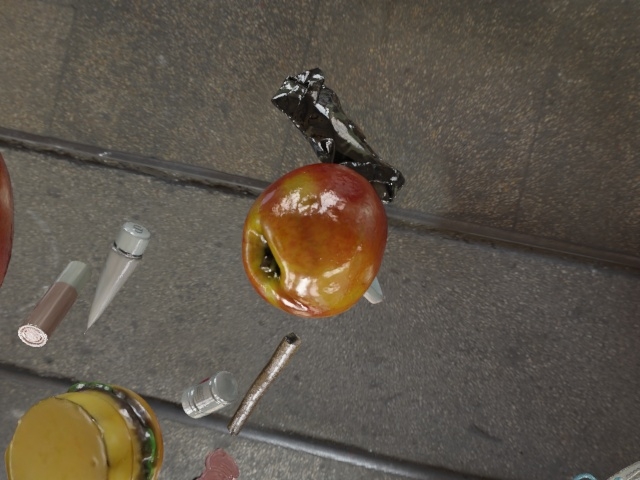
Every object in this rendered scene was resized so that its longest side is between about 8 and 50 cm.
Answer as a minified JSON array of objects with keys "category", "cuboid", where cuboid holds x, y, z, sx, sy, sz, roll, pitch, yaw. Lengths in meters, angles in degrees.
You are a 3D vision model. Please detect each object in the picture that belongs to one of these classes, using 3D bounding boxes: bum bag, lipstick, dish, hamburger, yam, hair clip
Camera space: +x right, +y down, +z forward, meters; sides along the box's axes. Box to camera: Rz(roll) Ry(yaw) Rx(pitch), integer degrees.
[{"category":"bum bag","cuboid":[0.033,-0.206,1.172,0.144,0.095,0.340,-36,87,-25]},{"category":"lipstick","cuboid":[-0.650,0.150,1.404,0.070,0.254,0.070,2,123,3]},{"category":"dish","cuboid":[0.084,0.075,1.449,0.064,0.234,0.154,-33,123,11]},{"category":"hamburger","cuboid":[-0.631,0.586,1.581,0.395,0.277,0.396,-2,84,19]},{"category":"yam","cuboid":[-0.140,0.345,1.347,0.045,0.045,0.327,29,115,-7]},{"category":"hair clip","cuboid":[-0.250,0.581,1.384,0.123,0.102,0.138,40,57,-14]}]

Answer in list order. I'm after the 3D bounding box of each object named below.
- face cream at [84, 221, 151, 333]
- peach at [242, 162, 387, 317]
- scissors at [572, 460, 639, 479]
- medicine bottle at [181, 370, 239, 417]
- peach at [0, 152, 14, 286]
[{"category":"face cream","cuboid":[-0.562,0.097,1.534,0.089,0.143,0.314,28,106,-19]},{"category":"peach","cuboid":[0.000,0.000,1.009,0.281,0.238,0.281,13,68,-34]},{"category":"scissors","cuboid":[0.329,0.269,0.627,0.014,0.058,0.119,19,126,-27]},{"category":"medicine bottle","cuboid":[-0.194,0.272,0.998,0.091,0.058,0.058,-31,87,28]},{"category":"peach","cuboid":[-0.463,-0.014,0.601,0.281,0.338,0.281,7,56,-10]}]
